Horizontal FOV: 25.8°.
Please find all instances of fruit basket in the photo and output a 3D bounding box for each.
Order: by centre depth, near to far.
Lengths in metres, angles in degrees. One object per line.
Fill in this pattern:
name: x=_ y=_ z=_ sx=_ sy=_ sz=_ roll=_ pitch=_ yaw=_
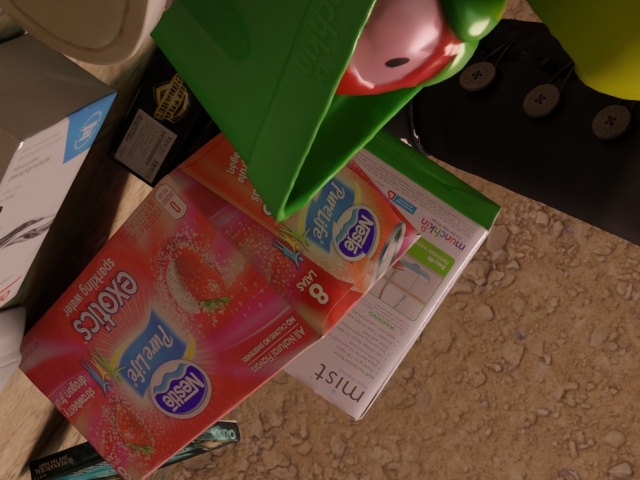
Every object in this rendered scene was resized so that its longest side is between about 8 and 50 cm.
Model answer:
fruit basket: x=0.113 y=-0.166 z=0.725 sx=0.283 sy=0.392 sz=0.392 roll=-46 pitch=170 yaw=-34

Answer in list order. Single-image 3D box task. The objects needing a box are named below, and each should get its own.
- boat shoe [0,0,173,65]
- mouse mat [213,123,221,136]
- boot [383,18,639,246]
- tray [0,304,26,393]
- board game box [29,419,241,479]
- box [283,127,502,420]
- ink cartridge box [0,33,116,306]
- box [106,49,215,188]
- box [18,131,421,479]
boat shoe: x=-0.054 y=-0.192 z=0.518 sx=0.096 sy=0.116 sz=0.324 roll=-58 pitch=-179 yaw=-33
mouse mat: x=-0.023 y=-0.144 z=1.079 sx=0.189 sy=0.007 sz=0.152 roll=-54 pitch=175 yaw=-7
boot: x=0.175 y=-0.075 z=1.452 sx=0.367 sy=0.445 sz=0.146 roll=-61 pitch=147 yaw=-7
tray: x=-0.269 y=0.122 z=0.924 sx=0.145 sy=0.030 sz=0.270 roll=-56 pitch=175 yaw=8
board game box: x=-0.191 y=0.218 z=1.443 sx=0.186 sy=0.026 sz=0.126 roll=-23 pitch=159 yaw=34
box: x=0.000 y=0.000 z=1.345 sx=0.231 sy=0.262 sz=0.127 roll=-59 pitch=174 yaw=18
ink cartridge box: x=-0.184 y=-0.009 z=0.717 sx=0.180 sy=0.060 sz=0.104 roll=-58 pitch=175 yaw=26
box: x=-0.060 y=-0.146 z=1.049 sx=0.175 sy=0.051 sz=0.220 roll=-58 pitch=174 yaw=25
box: x=-0.087 y=0.044 z=1.041 sx=0.142 sy=0.154 sz=0.300 roll=-44 pitch=-178 yaw=-43
